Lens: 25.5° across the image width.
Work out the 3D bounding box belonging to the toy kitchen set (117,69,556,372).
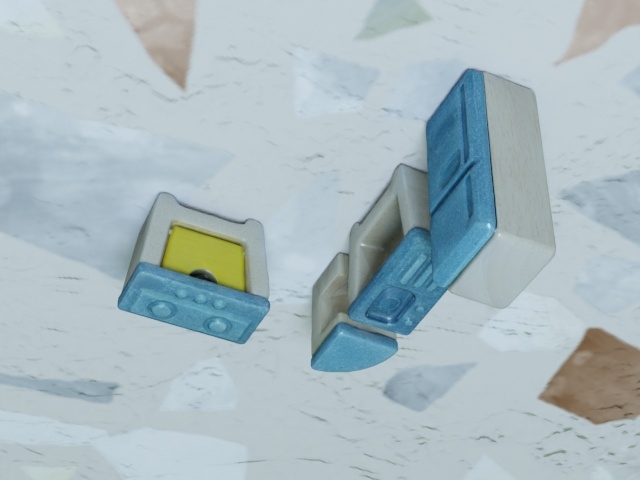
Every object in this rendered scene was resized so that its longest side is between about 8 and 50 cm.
[{"bbox_3d":[0.000,0.000,0.776,0.166,0.122,0.207,18,134,-18],"label":"toy kitchen set"}]
